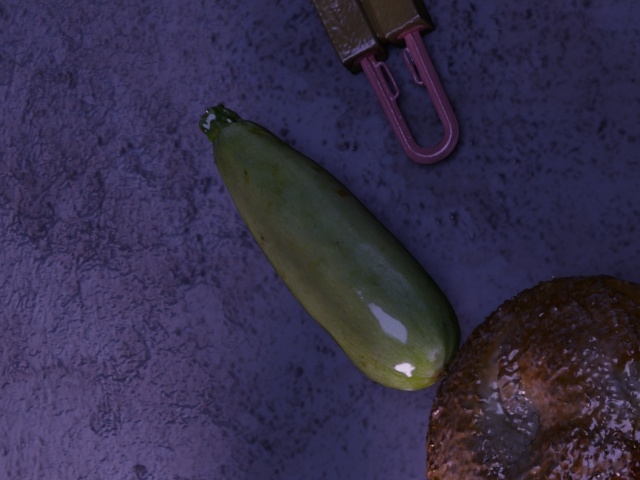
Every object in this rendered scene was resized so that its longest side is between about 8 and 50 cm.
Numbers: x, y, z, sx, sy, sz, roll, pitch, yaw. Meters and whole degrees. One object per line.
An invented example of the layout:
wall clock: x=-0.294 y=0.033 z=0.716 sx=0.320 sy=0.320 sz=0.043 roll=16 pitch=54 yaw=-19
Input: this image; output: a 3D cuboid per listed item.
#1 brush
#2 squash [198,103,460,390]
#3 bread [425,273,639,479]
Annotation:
brush: x=0.074 y=-0.183 z=1.544 sx=0.103 sy=0.047 sz=0.233 roll=-28 pitch=71 yaw=15
squash: x=0.002 y=0.004 z=1.503 sx=0.118 sy=0.118 sz=0.370 roll=-46 pitch=64 yaw=8
bread: x=0.212 y=0.172 z=1.334 sx=0.305 sy=0.159 sz=0.305 roll=-19 pitch=61 yaw=39
